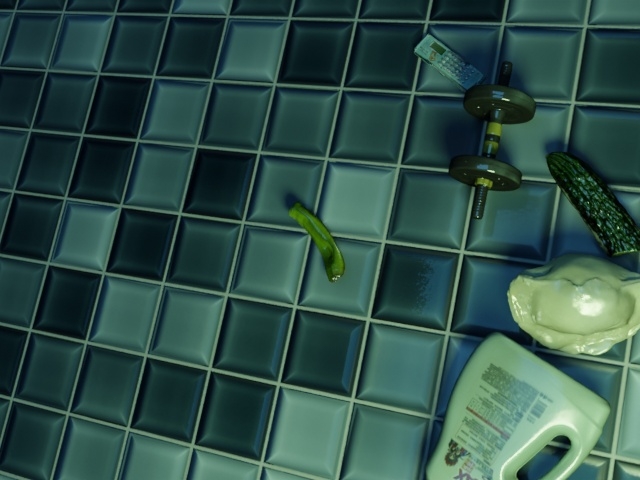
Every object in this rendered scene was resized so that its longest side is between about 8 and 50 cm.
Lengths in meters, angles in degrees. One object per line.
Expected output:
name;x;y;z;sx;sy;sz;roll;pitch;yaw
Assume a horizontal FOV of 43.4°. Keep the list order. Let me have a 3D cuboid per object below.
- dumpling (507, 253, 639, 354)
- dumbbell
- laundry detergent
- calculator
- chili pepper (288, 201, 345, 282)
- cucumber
dumpling;0.469;0.121;1.460;0.258;0.147;0.193;6;119;10
dumbbell;0.338;-0.199;1.582;0.143;0.143;0.325;10;80;22
laundry detergent;0.312;0.392;1.456;0.264;0.125;0.397;33;91;23
calculator;0.273;-0.378;1.721;0.057;0.018;0.172;-46;65;3
chili pepper;0.000;0.000;1.710;0.052;0.050;0.201;-43;66;23
cucumber;0.520;-0.072;1.521;0.077;0.077;0.265;-32;67;11
